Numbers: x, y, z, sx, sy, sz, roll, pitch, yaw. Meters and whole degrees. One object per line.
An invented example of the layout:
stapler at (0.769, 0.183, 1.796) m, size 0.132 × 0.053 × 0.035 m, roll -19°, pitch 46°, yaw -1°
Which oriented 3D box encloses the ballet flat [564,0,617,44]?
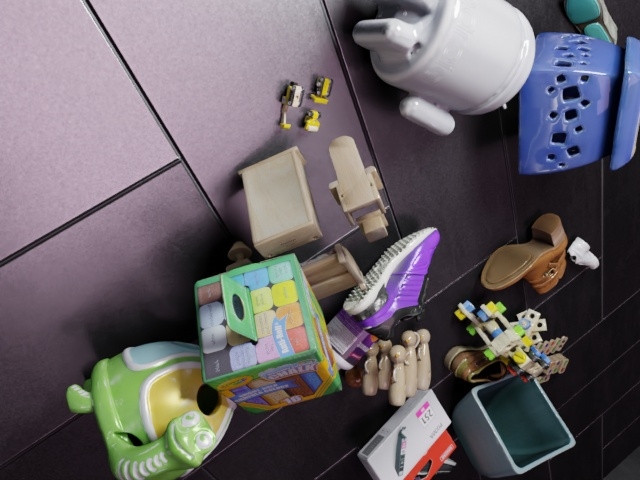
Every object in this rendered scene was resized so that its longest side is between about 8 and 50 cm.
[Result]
ballet flat at (0.601, -0.503, 1.088) m, size 0.213 × 0.072 × 0.068 m, roll 31°, pitch 69°, yaw -39°

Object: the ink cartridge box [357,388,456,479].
ink cartridge box at (0.265, 0.593, 1.369) m, size 0.275 × 0.060 × 0.238 m, roll -38°, pitch 102°, yaw -26°

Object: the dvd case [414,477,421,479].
dvd case at (0.281, 0.773, 1.594) m, size 0.165 × 0.018 × 0.221 m, roll -6°, pitch 118°, yaw -28°

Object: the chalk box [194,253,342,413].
chalk box at (-0.090, 0.150, 0.810) m, size 0.179 × 0.180 × 0.289 m, roll -16°, pitch 148°, yaw 2°

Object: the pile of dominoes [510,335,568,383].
pile of dominoes at (0.757, 0.436, 1.686) m, size 0.251 × 0.040 × 0.195 m, roll -5°, pitch 117°, yaw -29°

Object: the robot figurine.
robot figurine at (0.230, -0.340, 0.856) m, size 0.354 × 0.200 × 0.299 m, roll 8°, pitch 108°, yaw -34°

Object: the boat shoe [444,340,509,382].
boat shoe at (0.511, 0.375, 1.465) m, size 0.308 × 0.104 × 0.110 m, roll -1°, pitch 115°, yaw -30°

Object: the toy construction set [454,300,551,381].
toy construction set at (0.533, 0.273, 1.373) m, size 0.328 × 0.215 × 0.151 m, roll 14°, pitch 120°, yaw -40°

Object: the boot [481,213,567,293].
boot at (0.578, 0.081, 1.365) m, size 0.283 × 0.109 × 0.220 m, roll -46°, pitch 133°, yaw -12°

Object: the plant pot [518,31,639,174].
plant pot at (0.535, -0.283, 1.004) m, size 0.236 × 0.212 × 0.235 m, roll -52°, pitch 140°, yaw -42°

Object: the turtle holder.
turtle holder at (-0.270, 0.277, 0.823) m, size 0.228 × 0.243 × 0.320 m, roll -23°, pitch 161°, yaw -18°

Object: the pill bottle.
pill bottle at (0.059, 0.223, 1.112) m, size 0.193 × 0.108 × 0.108 m, roll -47°, pitch 129°, yaw 0°

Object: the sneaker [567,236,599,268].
sneaker at (0.803, 0.049, 1.506) m, size 0.061 × 0.053 × 0.152 m, roll -46°, pitch 123°, yaw 9°

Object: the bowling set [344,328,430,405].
bowling set at (0.147, 0.289, 1.181) m, size 0.287 × 0.200 × 0.154 m, roll 19°, pitch 73°, yaw -66°

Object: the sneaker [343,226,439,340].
sneaker at (0.184, 0.099, 1.061) m, size 0.146 × 0.102 × 0.293 m, roll 49°, pitch 63°, yaw -7°

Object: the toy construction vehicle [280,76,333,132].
toy construction vehicle at (-0.028, -0.243, 0.865) m, size 0.086 × 0.035 × 0.098 m, roll -8°, pitch 122°, yaw -40°

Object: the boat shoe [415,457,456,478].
boat shoe at (0.288, 0.668, 1.477) m, size 0.303 × 0.114 × 0.091 m, roll 26°, pitch 79°, yaw -27°

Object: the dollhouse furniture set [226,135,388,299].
dollhouse furniture set at (0.000, 0.000, 0.943) m, size 0.303 × 0.173 × 0.355 m, roll -21°, pitch 146°, yaw 11°

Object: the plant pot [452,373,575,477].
plant pot at (0.554, 0.582, 1.514) m, size 0.248 × 0.247 × 0.252 m, roll -10°, pitch 149°, yaw -27°
